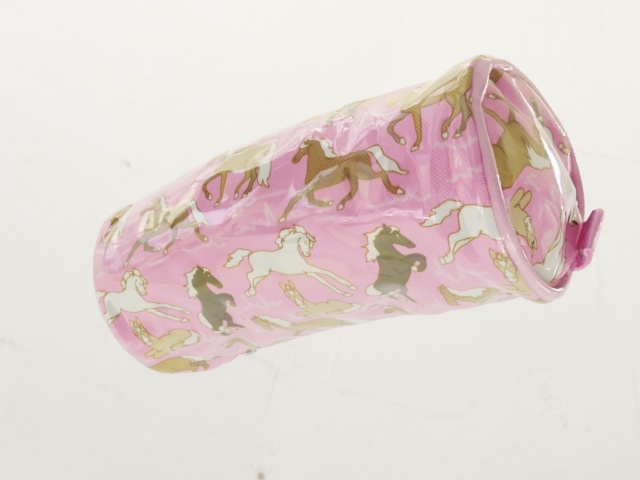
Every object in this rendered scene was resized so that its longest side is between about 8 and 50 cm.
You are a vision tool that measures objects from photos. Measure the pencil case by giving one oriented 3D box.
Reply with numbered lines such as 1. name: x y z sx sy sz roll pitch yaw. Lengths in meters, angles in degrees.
1. pencil case: 0.000 0.000 0.568 0.167 0.386 0.160 14 -115 -49
